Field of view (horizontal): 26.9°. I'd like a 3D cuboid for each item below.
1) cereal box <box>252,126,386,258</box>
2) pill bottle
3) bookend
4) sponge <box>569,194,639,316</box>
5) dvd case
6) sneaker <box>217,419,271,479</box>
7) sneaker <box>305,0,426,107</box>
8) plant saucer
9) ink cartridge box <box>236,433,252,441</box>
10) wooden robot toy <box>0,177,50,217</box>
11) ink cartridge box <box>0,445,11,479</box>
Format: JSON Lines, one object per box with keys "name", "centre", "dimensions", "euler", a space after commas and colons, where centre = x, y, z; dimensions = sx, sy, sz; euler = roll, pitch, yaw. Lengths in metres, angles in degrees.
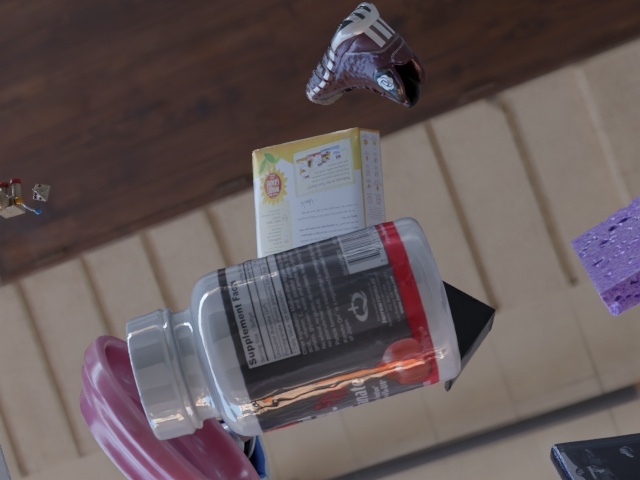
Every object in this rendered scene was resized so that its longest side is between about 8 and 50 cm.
{"name": "cereal box", "centre": [0.000, 0.000, 1.561], "dimensions": [0.047, 0.173, 0.240], "euler": [3, -98, -49]}
{"name": "pill bottle", "centre": [-0.030, 0.099, 1.375], "dimensions": [0.176, 0.319, 0.176], "euler": [164, 90, -89]}
{"name": "bookend", "centre": [0.205, 0.159, 2.385], "dimensions": [0.157, 0.156, 0.072], "euler": [-52, -19, -28]}
{"name": "sponge", "centre": [0.309, 0.004, 1.288], "dimensions": [0.031, 0.117, 0.210], "euler": [54, -170, -9]}
{"name": "dvd case", "centre": [0.376, 0.295, 1.451], "dimensions": [0.238, 0.179, 0.029], "euler": [-112, 21, -55]}
{"name": "sneaker", "centre": [-0.189, 0.308, 2.189], "dimensions": [0.130, 0.236, 0.322], "euler": [-7, -117, -45]}
{"name": "sneaker", "centre": [0.078, -0.251, 2.134], "dimensions": [0.162, 0.106, 0.281], "euler": [40, 159, 3]}
{"name": "plant saucer", "centre": [-0.215, 0.275, 1.841], "dimensions": [0.332, 0.084, 0.332], "euler": [46, -177, -3]}
{"name": "ink cartridge box", "centre": [-0.067, 0.163, 1.802], "dimensions": [0.134, 0.231, 0.078], "euler": [50, -135, 1]}
{"name": "wooden robot toy", "centre": [-0.575, -0.074, 2.392], "dimensions": [0.079, 0.173, 0.076], "euler": [34, -138, -69]}
{"name": "ink cartridge box", "centre": [-0.470, 0.322, 1.542], "dimensions": [0.129, 0.223, 0.307], "euler": [0, 108, 63]}
